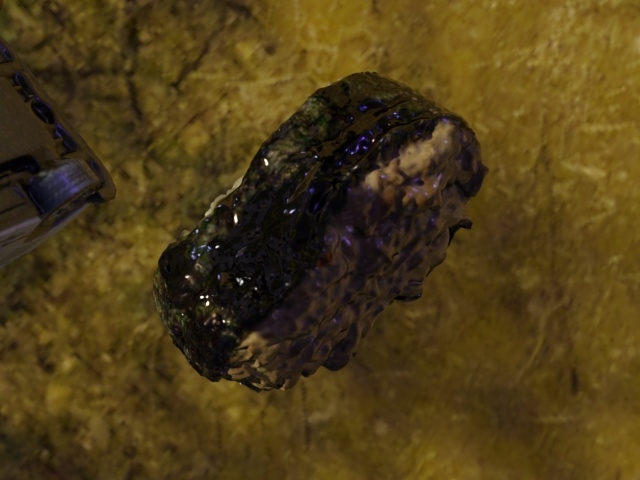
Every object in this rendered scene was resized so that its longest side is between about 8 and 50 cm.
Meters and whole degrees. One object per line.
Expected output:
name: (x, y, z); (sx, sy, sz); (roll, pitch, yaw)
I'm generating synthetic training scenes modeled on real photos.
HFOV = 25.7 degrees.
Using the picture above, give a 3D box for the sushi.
sushi: (0.000, 0.000, 1.374); (0.171, 0.350, 0.211); (44, 174, 27)

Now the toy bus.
toy bus: (-0.157, -0.012, 0.482); (0.089, 0.194, 0.087); (-39, 89, 24)

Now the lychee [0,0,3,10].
lychee: (-0.301, -0.207, 0.818); (0.261, 0.260, 0.260); (16, 130, 20)
